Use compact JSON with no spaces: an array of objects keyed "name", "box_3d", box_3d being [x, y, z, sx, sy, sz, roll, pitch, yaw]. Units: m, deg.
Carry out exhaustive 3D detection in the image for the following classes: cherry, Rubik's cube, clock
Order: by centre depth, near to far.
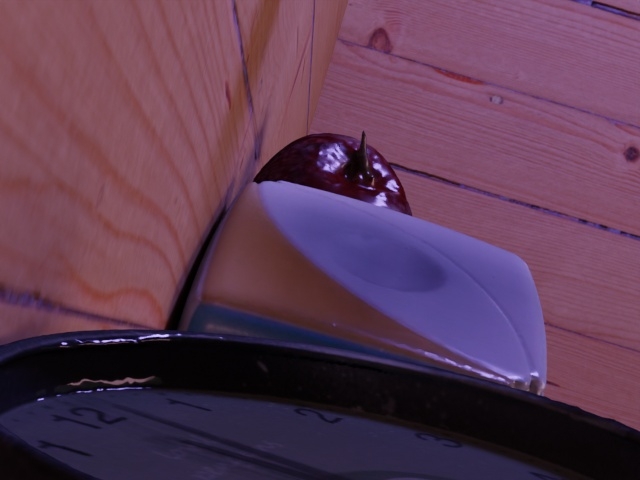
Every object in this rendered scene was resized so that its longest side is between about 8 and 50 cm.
[{"name":"clock","box_3d":[0.013,0.100,0.490,0.319,0.319,0.066,-70,169,-84]},{"name":"Rubik's cube","box_3d":[0.019,0.172,1.323,0.347,0.352,0.351,-71,175,-67]},{"name":"cherry","box_3d":[0.000,0.000,1.580,0.230,0.203,0.300,61,-42,35]}]
